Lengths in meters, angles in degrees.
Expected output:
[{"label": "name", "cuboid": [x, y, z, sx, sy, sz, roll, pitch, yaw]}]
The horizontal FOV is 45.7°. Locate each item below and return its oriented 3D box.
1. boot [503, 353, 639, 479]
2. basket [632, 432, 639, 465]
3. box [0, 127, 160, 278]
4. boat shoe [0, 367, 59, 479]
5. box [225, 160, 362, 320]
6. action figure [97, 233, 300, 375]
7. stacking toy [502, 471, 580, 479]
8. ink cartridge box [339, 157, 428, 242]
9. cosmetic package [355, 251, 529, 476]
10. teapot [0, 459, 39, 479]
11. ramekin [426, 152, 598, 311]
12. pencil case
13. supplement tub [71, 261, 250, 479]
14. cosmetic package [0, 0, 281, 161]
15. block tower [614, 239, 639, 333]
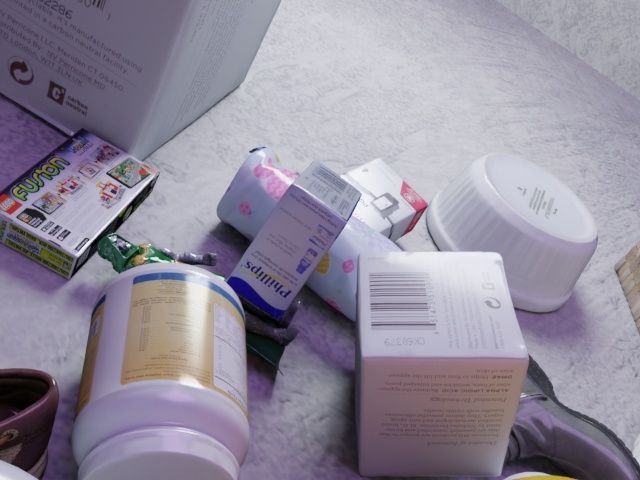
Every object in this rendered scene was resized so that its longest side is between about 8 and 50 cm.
[{"label": "boot", "cuboid": [0.242, 0.240, 0.884, 0.161, 0.084, 0.246, -15, 49, -39]}, {"label": "basket", "cuboid": [0.597, 0.289, 0.913, 0.331, 0.266, 0.328, 43, 35, 15]}, {"label": "box", "cuboid": [-0.280, -0.050, 0.872, 0.114, 0.036, 0.207, 29, 34, -2]}, {"label": "boat shoe", "cuboid": [-0.346, 0.139, 0.505, 0.341, 0.123, 0.123, 2, 43, -36]}, {"label": "box", "cuboid": [-0.026, -0.003, 0.828, 0.072, 0.137, 0.126, 35, 20, -1]}, {"label": "action figure", "cuboid": [-0.134, 0.052, 0.831, 0.232, 0.064, 0.137, 24, 24, -15]}, {"label": "stacking toy", "cuboid": [0.174, 0.288, 0.572, 0.350, 0.351, 0.480, 34, 8, 4]}, {"label": "ink cartridge box", "cuboid": [0.064, -0.043, 1.082, 0.109, 0.063, 0.150, 46, 44, 16]}, {"label": "cosmetic package", "cuboid": [0.112, 0.127, 0.778, 0.151, 0.184, 0.151, 0, 40, 1]}, {"label": "teapot", "cuboid": [-0.246, 0.235, 0.422, 0.256, 0.187, 0.252, 52, 51, -16]}, {"label": "ramekin", "cuboid": [0.316, -0.027, 1.217, 0.272, 0.127, 0.273, 20, 35, -15]}, {"label": "pencil case", "cuboid": [0.000, 0.000, 0.957, 0.273, 0.114, 0.124, 38, 20, 10]}, {"label": "supplement tub", "cuboid": [-0.134, 0.132, 0.657, 0.144, 0.144, 0.200, 16, 37, -21]}, {"label": "cosmetic package", "cuboid": [-0.254, -0.371, 1.042, 0.329, 0.327, 0.394, 32, 35, 1]}, {"label": "block tower", "cuboid": [0.590, 0.123, 1.269, 0.097, 0.091, 0.336, 25, 34, -10]}]
